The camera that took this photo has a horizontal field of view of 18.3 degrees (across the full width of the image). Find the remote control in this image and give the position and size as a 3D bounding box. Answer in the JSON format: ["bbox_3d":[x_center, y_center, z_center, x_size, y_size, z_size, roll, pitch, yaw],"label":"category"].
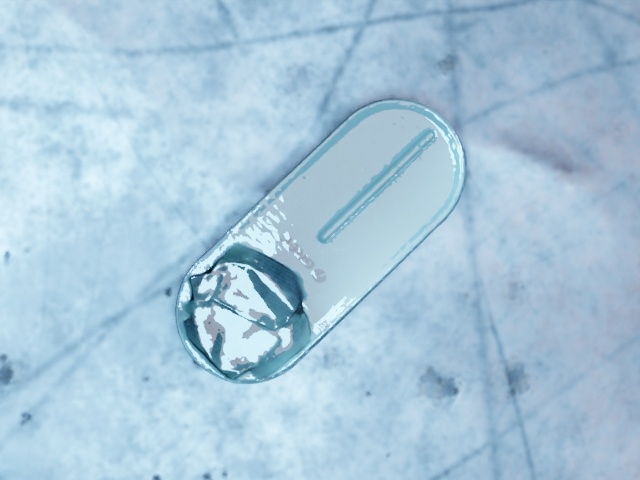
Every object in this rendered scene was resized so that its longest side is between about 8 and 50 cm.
[{"bbox_3d":[0.000,0.000,1.414,0.247,0.052,0.104,-43,95,-5],"label":"remote control"}]
